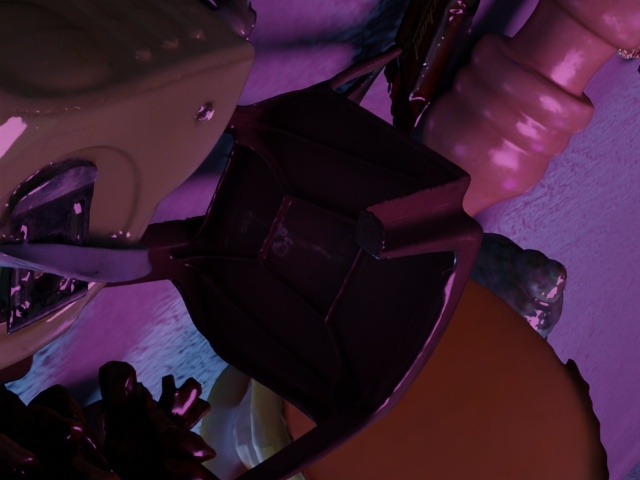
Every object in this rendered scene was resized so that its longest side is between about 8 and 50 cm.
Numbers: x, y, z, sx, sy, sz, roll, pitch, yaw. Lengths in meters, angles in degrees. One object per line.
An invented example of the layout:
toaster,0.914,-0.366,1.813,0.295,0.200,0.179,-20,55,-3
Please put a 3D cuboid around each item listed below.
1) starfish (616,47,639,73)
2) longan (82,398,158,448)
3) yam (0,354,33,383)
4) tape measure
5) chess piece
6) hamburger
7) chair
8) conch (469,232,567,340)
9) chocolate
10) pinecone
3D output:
starfish,0.307,-0.197,1.509,0.150,0.053,0.209,-49,161,-17
longan,-0.128,0.141,1.086,0.113,0.092,0.113,-20,132,-24
yam,-0.189,0.061,0.876,0.032,0.032,0.145,-54,162,11
tape measure,-0.130,-0.023,0.729,0.200,0.106,0.175,-24,145,-51
chess piece,0.143,-0.106,1.229,0.307,0.124,0.139,-52,-168,17
hamburger,0.056,0.153,1.265,0.303,0.261,0.186,-33,173,-40
chair,0.000,0.000,0.955,0.326,0.183,0.175,-15,135,-60
conch,0.127,0.075,1.514,0.176,0.122,0.188,21,105,-46
chocolate,0.075,-0.142,1.051,0.028,0.086,0.182,9,129,-15
pinecone,-0.138,0.196,0.932,0.257,0.243,0.243,-28,153,-28
